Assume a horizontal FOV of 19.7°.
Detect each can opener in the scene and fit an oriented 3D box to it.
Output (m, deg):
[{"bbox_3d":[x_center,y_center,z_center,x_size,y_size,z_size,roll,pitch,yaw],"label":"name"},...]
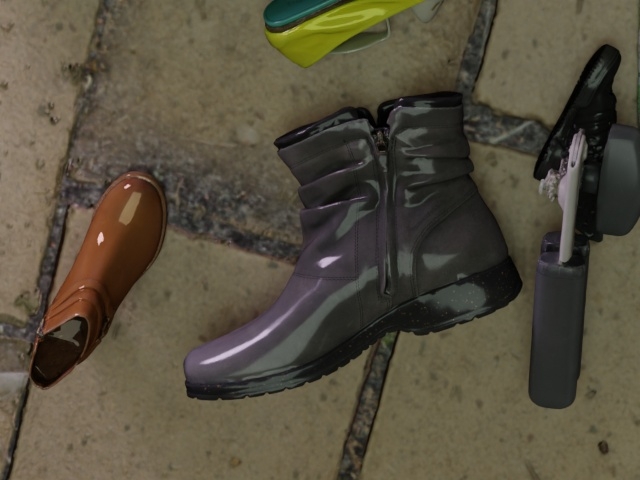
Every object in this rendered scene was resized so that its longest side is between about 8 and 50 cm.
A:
[{"bbox_3d":[0.234,0.028,1.655,0.093,0.074,0.280,11,122,11],"label":"can opener"}]

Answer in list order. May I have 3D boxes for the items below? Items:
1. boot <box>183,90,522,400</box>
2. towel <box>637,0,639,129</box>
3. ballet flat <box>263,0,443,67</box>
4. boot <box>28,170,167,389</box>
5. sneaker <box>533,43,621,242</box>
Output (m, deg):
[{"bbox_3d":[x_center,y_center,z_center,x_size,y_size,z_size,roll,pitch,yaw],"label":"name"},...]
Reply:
[{"bbox_3d":[0.000,0.000,1.698,0.338,0.118,0.222,-22,101,2],"label":"boot"},{"bbox_3d":[0.341,-0.145,1.644,0.113,0.023,0.152,-2,107,7],"label":"towel"},{"bbox_3d":[0.060,-0.219,1.637,0.231,0.077,0.077,-24,124,16],"label":"ballet flat"},{"bbox_3d":[-0.206,0.040,1.701,0.073,0.152,0.197,24,109,-1],"label":"boot"},{"bbox_3d":[0.255,-0.087,1.661,0.089,0.051,0.170,26,113,-2],"label":"sneaker"}]
